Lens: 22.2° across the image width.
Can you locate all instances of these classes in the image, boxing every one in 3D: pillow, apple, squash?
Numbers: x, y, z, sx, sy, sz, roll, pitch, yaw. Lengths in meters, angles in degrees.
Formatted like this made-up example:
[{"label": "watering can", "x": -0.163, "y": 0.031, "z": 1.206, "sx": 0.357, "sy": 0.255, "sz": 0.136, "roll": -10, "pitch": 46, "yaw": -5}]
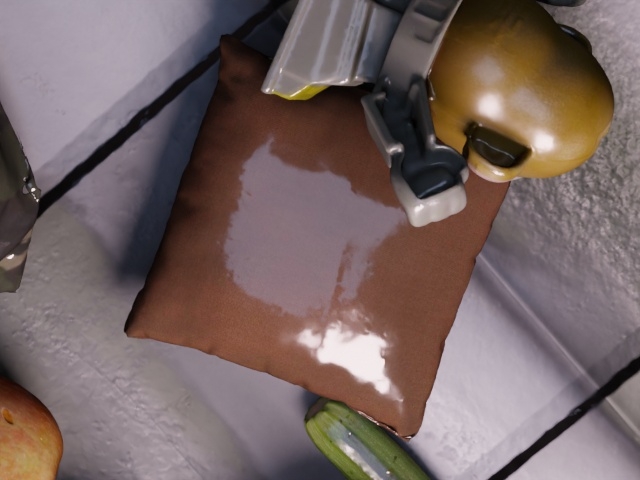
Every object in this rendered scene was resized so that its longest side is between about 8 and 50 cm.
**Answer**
[{"label": "pillow", "x": 0.000, "y": 0.000, "z": 1.534, "sx": 0.308, "sy": 0.108, "sz": 0.305, "roll": 21, "pitch": 96, "yaw": -3}, {"label": "apple", "x": -0.334, "y": 0.212, "z": 1.526, "sx": 0.174, "sy": 0.188, "sz": 0.188, "roll": 17, "pitch": 98, "yaw": -9}, {"label": "squash", "x": 0.073, "y": 0.243, "z": 1.599, "sx": 0.066, "sy": 0.066, "sz": 0.229, "roll": -42, "pitch": 97, "yaw": 5}]

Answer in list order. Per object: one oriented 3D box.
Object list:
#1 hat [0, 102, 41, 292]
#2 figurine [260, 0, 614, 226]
[{"label": "hat", "x": -0.459, "y": -0.010, "z": 1.456, "sx": 0.366, "sy": 0.257, "sz": 0.381, "roll": 36, "pitch": 54, "yaw": -7}, {"label": "figurine", "x": 0.121, "y": -0.154, "z": 1.437, "sx": 0.285, "sy": 0.167, "sz": 0.342, "roll": 23, "pitch": 72, "yaw": 10}]
